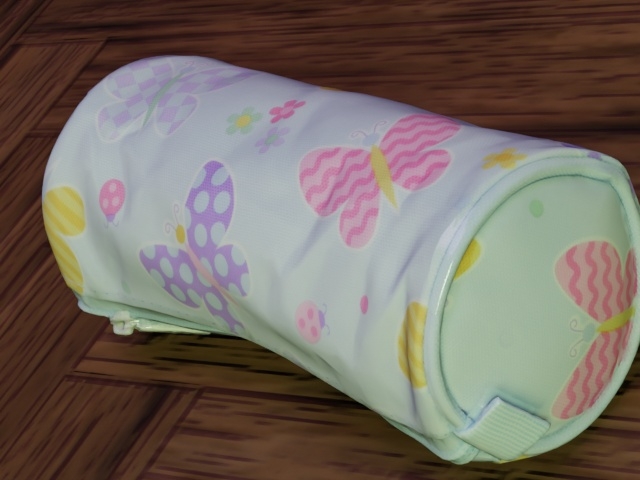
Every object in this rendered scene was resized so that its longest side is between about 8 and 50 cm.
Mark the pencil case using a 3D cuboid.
[{"bbox_3d":[0.000,0.000,0.788,0.273,0.113,0.124,16,64,48],"label":"pencil case"}]
